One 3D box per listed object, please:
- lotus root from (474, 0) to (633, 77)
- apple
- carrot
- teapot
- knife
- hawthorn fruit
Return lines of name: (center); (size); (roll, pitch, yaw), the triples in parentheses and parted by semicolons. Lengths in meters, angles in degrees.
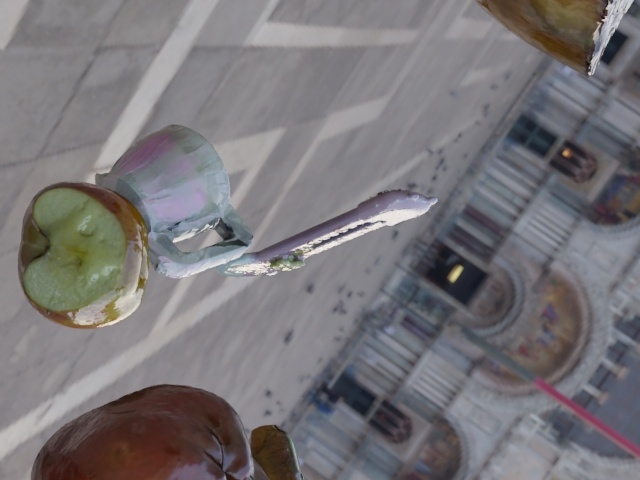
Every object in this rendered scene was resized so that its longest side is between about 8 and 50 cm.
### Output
lotus root: (0.184, -0.327, 0.769); (0.316, 0.250, 0.316); (-51, 168, -16)
apple: (-0.317, 0.021, 1.425); (0.160, 0.173, 0.195); (122, -27, -80)
carrot: (-0.037, 0.347, 1.325); (0.070, 0.260, 0.070); (-13, 141, -11)
teapot: (-0.231, -0.043, 1.583); (0.163, 0.222, 0.178); (-13, -163, 47)
knife: (0.000, 0.001, 1.575); (0.132, 0.038, 0.398); (5, 159, -44)
hawthorn fruit: (-0.180, 0.253, 1.024); (0.224, 0.260, 0.224); (-8, 90, -67)
